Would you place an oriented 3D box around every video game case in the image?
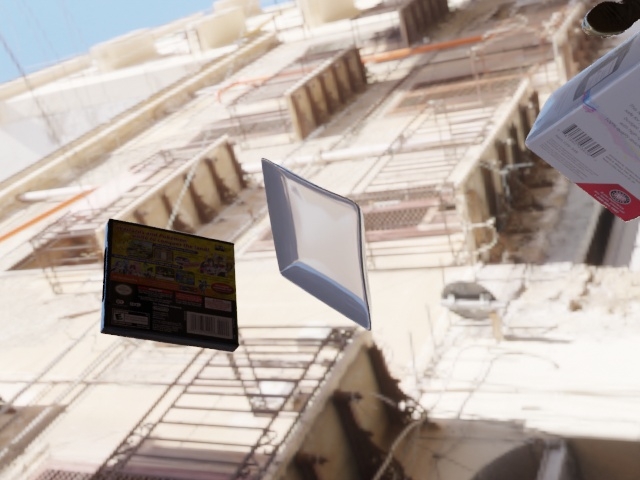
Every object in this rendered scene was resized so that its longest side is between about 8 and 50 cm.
[{"bbox_3d":[-0.297,0.090,1.691,0.274,0.035,0.248,12,-127,-26],"label":"video game case"}]

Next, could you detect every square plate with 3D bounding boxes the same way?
[{"bbox_3d":[0.000,0.000,1.969,0.049,0.344,0.347,-29,-51,-30],"label":"square plate"}]

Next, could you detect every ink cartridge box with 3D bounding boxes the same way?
[{"bbox_3d":[0.493,-0.178,1.257,0.226,0.306,0.131,37,-118,-8],"label":"ink cartridge box"}]

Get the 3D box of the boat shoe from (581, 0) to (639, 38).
[{"bbox_3d":[0.393,-0.295,1.137,0.135,0.045,0.050,-23,-102,-33],"label":"boat shoe"}]
